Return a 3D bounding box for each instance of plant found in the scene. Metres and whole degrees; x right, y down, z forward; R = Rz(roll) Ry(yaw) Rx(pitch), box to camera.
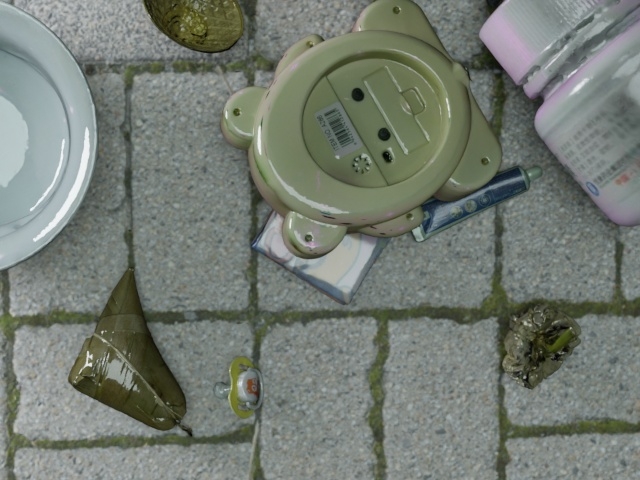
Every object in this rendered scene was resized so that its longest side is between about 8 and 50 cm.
[{"bbox_3d":[0.304,0.143,1.639,0.104,0.122,0.117,20,83,-15],"label":"plant"}]

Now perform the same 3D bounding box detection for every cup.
[{"bbox_3d":[-0.446,-0.129,1.560,0.347,0.163,0.347,0,92,-4],"label":"cup"}]

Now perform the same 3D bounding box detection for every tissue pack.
[{"bbox_3d":[0.000,0.000,1.640,0.155,0.065,0.116,32,86,-3],"label":"tissue pack"}]

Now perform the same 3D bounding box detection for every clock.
[{"bbox_3d":[0.049,-0.138,1.582,0.309,0.114,0.284,-29,88,-14],"label":"clock"}]

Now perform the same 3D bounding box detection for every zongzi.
[{"bbox_3d":[-0.216,0.151,1.632,0.189,0.081,0.178,28,80,-10],"label":"zongzi"}]

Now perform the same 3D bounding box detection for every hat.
[{"bbox_3d":[-0.180,-0.289,1.627,0.146,0.067,0.146,16,53,-23],"label":"hat"}]

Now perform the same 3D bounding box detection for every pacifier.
[{"bbox_3d":[-0.112,0.199,1.652,0.064,0.068,0.083,-9,72,30],"label":"pacifier"}]

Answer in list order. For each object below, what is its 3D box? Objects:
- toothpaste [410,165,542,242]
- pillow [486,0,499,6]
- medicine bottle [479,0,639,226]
[{"bbox_3d":[0.209,-0.058,1.667,0.197,0.035,0.057,-22,84,0],"label":"toothpaste"},{"bbox_3d":[0.227,-0.455,1.621,0.186,0.106,0.250,-38,96,-9],"label":"pillow"},{"bbox_3d":[0.381,-0.207,1.563,0.256,0.256,0.325,-40,86,-2],"label":"medicine bottle"}]
